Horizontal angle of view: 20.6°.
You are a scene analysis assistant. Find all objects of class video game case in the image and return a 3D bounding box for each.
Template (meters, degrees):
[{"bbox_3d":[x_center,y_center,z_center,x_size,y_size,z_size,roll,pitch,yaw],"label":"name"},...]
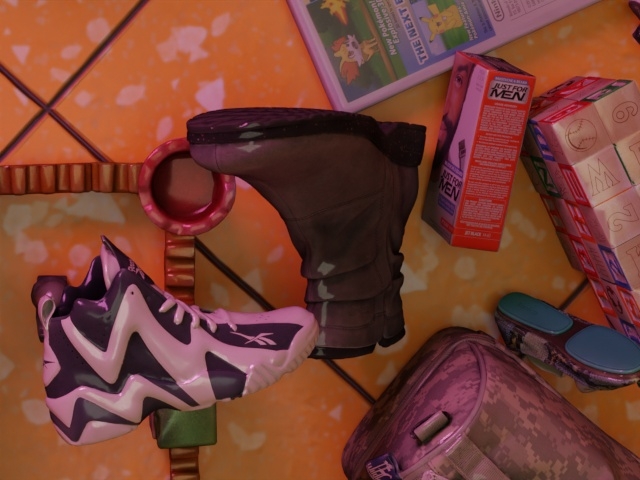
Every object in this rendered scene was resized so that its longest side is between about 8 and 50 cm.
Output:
[{"bbox_3d":[0.087,-0.324,1.645,0.300,0.036,0.329,-25,101,-6],"label":"video game case"}]

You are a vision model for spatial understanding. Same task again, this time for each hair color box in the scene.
[{"bbox_3d":[0.145,-0.084,1.634,0.053,0.093,0.167,8,104,-17],"label":"hair color box"}]

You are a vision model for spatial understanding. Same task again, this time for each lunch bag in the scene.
[{"bbox_3d":[0.182,0.238,1.603,0.305,0.256,0.212,41,88,-10],"label":"lunch bag"}]

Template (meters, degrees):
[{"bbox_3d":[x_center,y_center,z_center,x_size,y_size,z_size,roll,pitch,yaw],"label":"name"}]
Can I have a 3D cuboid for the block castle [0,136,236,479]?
[{"bbox_3d":[-0.228,0.135,1.549,0.303,0.213,0.453,-1,96,-9],"label":"block castle"}]

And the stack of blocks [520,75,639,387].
[{"bbox_3d":[0.289,-0.002,1.642,0.087,0.171,0.297,-28,100,-6],"label":"stack of blocks"}]

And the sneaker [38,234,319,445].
[{"bbox_3d":[-0.123,0.058,1.433,0.235,0.094,0.153,-17,104,-10],"label":"sneaker"}]

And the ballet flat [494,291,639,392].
[{"bbox_3d":[0.240,0.106,1.649,0.070,0.188,0.070,-16,120,-31],"label":"ballet flat"}]

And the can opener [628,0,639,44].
[{"bbox_3d":[0.404,-0.146,1.696,0.095,0.076,0.283,-44,101,-2],"label":"can opener"}]

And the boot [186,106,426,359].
[{"bbox_3d":[0.000,0.000,1.533,0.118,0.338,0.223,6,92,33],"label":"boot"}]
